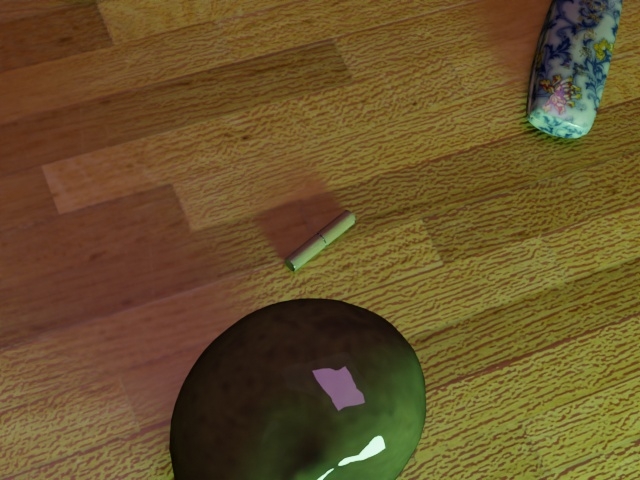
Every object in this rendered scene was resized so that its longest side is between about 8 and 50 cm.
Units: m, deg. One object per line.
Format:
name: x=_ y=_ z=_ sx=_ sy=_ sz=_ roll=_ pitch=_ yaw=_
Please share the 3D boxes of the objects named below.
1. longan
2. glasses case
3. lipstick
longan: x=-0.025 y=0.170 z=1.147 sx=0.215 sy=0.246 sz=0.246 roll=27 pitch=62 yaw=-5
glasses case: x=0.306 y=-0.233 z=1.506 sx=0.086 sy=0.065 sz=0.248 roll=18 pitch=63 yaw=0
lipstick: x=0.000 y=0.000 z=1.355 sx=0.094 sy=0.019 sz=0.019 roll=-38 pitch=77 yaw=-26
